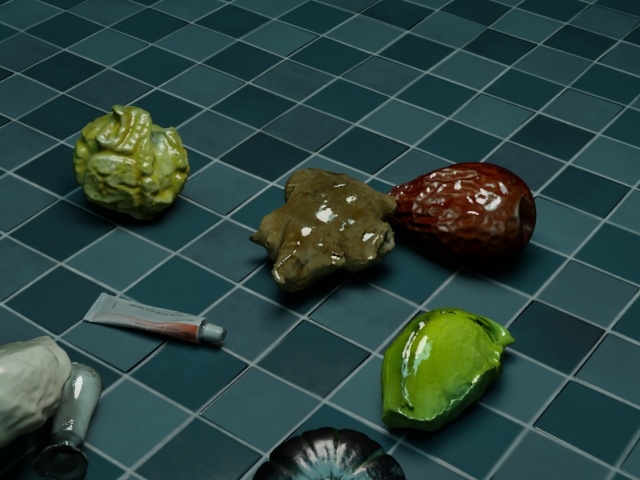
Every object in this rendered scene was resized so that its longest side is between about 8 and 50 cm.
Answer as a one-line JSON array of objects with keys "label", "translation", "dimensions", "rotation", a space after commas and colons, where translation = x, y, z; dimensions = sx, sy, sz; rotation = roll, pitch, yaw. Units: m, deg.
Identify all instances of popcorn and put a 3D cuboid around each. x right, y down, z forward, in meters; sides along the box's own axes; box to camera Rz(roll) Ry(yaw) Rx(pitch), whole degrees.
[{"label": "popcorn", "translation": [-0.309, -0.127, 1.940], "dimensions": [0.187, 0.167, 0.185], "rotation": [21, -2, -33]}]

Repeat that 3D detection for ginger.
[{"label": "ginger", "translation": [0.000, 0.000, 1.815], "dimensions": [0.219, 0.123, 0.270], "rotation": [9, 47, 15]}]

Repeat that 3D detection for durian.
[{"label": "durian", "translation": [0.164, 0.167, 1.618], "dimensions": [0.139, 0.101, 0.250], "rotation": [48, 47, 0]}]

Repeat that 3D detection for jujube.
[{"label": "jujube", "translation": [0.217, -0.044, 1.866], "dimensions": [0.236, 0.168, 0.168], "rotation": [5, 34, 30]}]

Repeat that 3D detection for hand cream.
[{"label": "hand cream", "translation": [-0.238, 0.117, 1.719], "dimensions": [0.216, 0.038, 0.052], "rotation": [10, 13, 20]}]

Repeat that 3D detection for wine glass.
[{"label": "wine glass", "translation": [-0.323, 0.234, 1.527], "dimensions": [0.072, 0.072, 0.155], "rotation": [0, 37, -3]}]

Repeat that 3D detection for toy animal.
[{"label": "toy animal", "translation": [-0.429, 0.226, 1.460], "dimensions": [0.266, 0.188, 0.308], "rotation": [-20, -1, -5]}]

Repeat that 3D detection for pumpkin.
[{"label": "pumpkin", "translation": [0.012, 0.311, 1.372], "dimensions": [0.194, 0.150, 0.194], "rotation": [-6, 41, 6]}]
